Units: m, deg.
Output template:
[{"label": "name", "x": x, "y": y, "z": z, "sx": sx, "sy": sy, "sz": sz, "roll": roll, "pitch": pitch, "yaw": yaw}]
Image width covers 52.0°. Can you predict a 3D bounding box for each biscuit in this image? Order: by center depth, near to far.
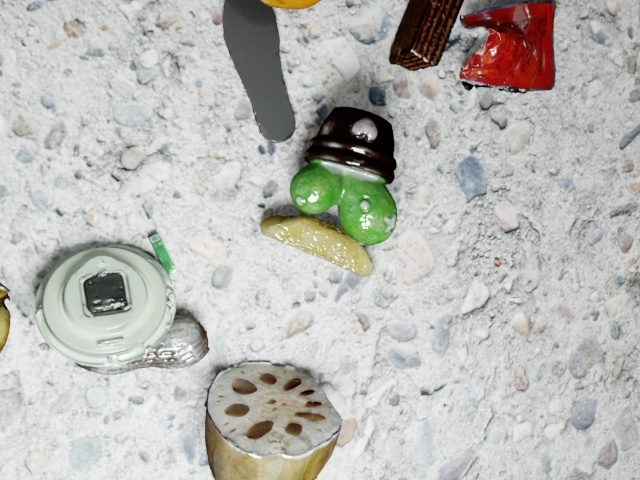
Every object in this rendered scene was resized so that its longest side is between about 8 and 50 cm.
[{"label": "biscuit", "x": 0.246, "y": -0.519, "z": 1.296, "sx": 0.073, "sy": 0.107, "sz": 0.388, "roll": 23, "pitch": 89, "yaw": -22}]

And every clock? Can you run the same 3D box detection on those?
[{"label": "clock", "x": -0.368, "y": 0.100, "z": 1.131, "sx": 0.237, "sy": 0.053, "sz": 0.236, "roll": 6, "pitch": 60, "yaw": -11}]

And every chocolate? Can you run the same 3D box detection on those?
[{"label": "chocolate", "x": -0.324, "y": 0.186, "z": 1.190, "sx": 0.248, "sy": 0.110, "sz": 0.110, "roll": -4, "pitch": 97, "yaw": -23}]

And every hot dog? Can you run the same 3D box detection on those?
[{"label": "hot dog", "x": 0.000, "y": 0.000, "z": 1.287, "sx": 0.243, "sy": 0.084, "sz": 0.073, "roll": 24, "pitch": 84, "yaw": -18}]

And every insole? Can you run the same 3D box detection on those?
[{"label": "insole", "x": -0.113, "y": -0.338, "z": 1.250, "sx": 0.110, "sy": 0.012, "sz": 0.309, "roll": -21, "pitch": 102, "yaw": -16}]

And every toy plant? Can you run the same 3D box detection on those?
[{"label": "toy plant", "x": 0.058, "y": -0.120, "z": 1.241, "sx": 0.218, "sy": 0.175, "sz": 0.235, "roll": 16, "pitch": 88, "yaw": -14}]

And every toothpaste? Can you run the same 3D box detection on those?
[{"label": "toothpaste", "x": -0.296, "y": 0.026, "z": 1.227, "sx": 0.020, "sy": 0.017, "sz": 0.083, "roll": -27, "pitch": 103, "yaw": -16}]

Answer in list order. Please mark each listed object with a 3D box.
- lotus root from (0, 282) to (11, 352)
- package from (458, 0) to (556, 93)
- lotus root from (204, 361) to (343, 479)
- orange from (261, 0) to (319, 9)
[{"label": "lotus root", "x": -0.622, "y": 0.169, "z": 1.074, "sx": 0.169, "sy": 0.141, "sz": 0.314, "roll": 38, "pitch": 93, "yaw": -15}, {"label": "package", "x": 0.400, "y": -0.407, "z": 1.381, "sx": 0.270, "sy": 0.071, "sz": 0.193, "roll": -6, "pitch": 112, "yaw": -21}, {"label": "lotus root", "x": -0.097, "y": 0.370, "z": 1.222, "sx": 0.272, "sy": 0.272, "sz": 0.191, "roll": 0, "pitch": 111, "yaw": -18}, {"label": "orange", "x": -0.056, "y": -0.523, "z": 1.167, "sx": 0.224, "sy": 0.170, "sz": 0.223, "roll": 2, "pitch": 87, "yaw": -33}]
